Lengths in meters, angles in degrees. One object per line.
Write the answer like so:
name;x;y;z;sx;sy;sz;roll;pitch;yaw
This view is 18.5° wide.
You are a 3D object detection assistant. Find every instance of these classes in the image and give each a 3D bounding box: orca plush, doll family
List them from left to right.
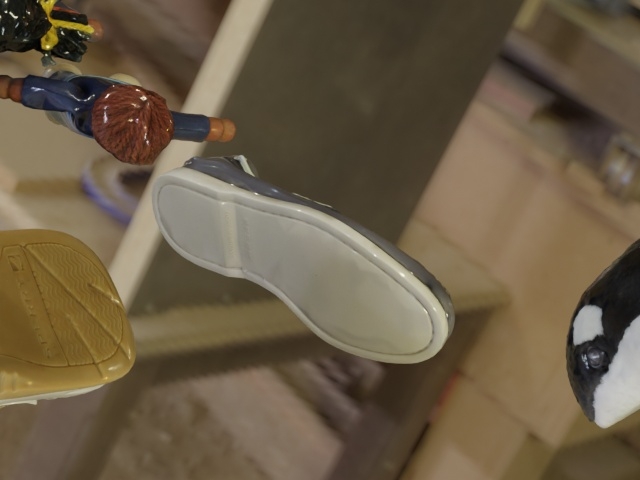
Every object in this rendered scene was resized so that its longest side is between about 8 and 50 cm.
doll family;-0.124;-0.059;0.654;0.193;0.076;0.111;-3;4;-15
orca plush;0.201;-0.026;0.881;0.151;0.287;0.102;-23;76;-38

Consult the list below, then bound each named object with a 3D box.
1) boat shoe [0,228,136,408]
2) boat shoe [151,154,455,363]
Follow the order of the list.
boat shoe;-0.189;0.048;0.781;0.277;0.096;0.098;8;57;-58
boat shoe;0.000;0.000;1.048;0.206;0.075;0.065;25;39;37
